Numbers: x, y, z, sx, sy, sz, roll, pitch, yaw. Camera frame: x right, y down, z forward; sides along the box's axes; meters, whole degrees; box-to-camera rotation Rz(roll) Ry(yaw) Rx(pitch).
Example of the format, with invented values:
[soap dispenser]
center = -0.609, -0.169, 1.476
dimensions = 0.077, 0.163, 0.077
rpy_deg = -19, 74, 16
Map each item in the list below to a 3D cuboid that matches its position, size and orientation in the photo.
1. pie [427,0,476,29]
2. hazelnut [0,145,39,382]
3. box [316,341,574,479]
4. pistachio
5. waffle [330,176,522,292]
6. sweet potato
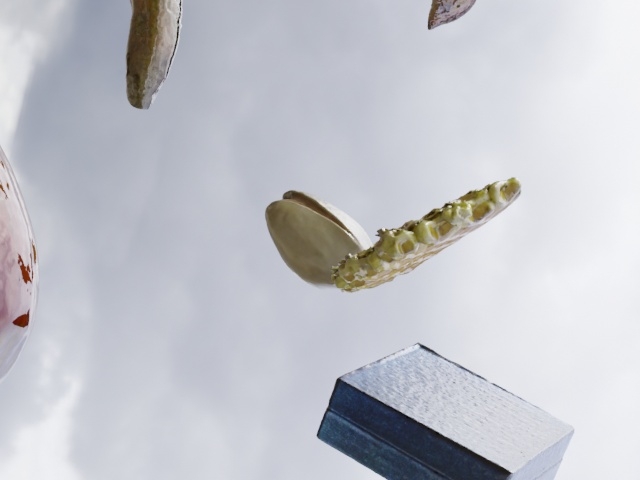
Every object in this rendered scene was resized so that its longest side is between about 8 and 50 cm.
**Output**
[pie]
center = 0.184, -0.350, 1.898
dimensions = 0.033, 0.088, 0.191
rpy_deg = 55, -15, 28
[hazelnut]
center = -0.429, 0.017, 1.287
dimensions = 0.366, 0.365, 0.366
rpy_deg = -167, -90, -71
[box]
center = 0.180, 0.273, 2.047
dimensions = 0.279, 0.261, 0.116
rpy_deg = 29, -69, 23
[pistachio]
center = 0.000, 0.000, 2.127
dimensions = 0.124, 0.185, 0.124
rpy_deg = -48, 173, -8
[waffle]
center = 0.131, -0.006, 1.796
dimensions = 0.052, 0.245, 0.254
rpy_deg = 62, -24, 6
[sweet potato]
center = -0.180, -0.274, 1.570
dimensions = 0.075, 0.075, 0.273
rpy_deg = 142, -49, -61
